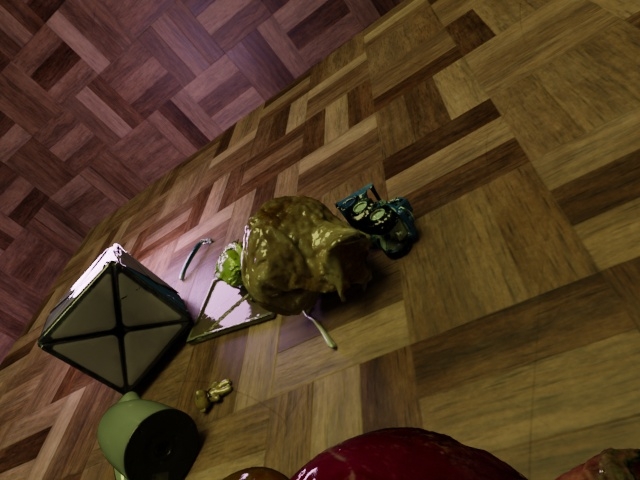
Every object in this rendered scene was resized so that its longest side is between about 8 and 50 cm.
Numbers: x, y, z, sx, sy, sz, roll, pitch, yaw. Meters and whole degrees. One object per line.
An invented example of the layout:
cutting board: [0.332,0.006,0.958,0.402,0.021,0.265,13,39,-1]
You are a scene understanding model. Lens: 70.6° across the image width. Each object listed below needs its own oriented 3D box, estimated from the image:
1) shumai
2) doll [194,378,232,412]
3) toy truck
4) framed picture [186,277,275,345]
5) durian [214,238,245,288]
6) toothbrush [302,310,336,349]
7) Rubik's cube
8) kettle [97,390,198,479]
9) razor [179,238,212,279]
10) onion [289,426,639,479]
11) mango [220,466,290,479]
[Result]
shumai: [0.000,0.000,1.001,0.263,0.267,0.313,-19,41,34]
doll: [-0.254,0.367,1.077,0.093,0.051,0.061,-15,29,-10]
toy truck: [0.135,-0.055,1.061,0.126,0.113,0.208,-46,34,-13]
framed picture: [-0.232,0.161,1.308,0.335,0.022,0.247,-23,36,31]
durian: [-0.235,0.073,1.301,0.375,0.107,0.132,2,57,56]
toothbrush: [-0.011,0.190,1.024,0.022,0.017,0.204,-61,29,8]
Rubik's cube: [-0.607,0.230,1.374,0.310,0.305,0.307,-51,24,-9]
kettle: [-0.407,0.471,1.018,0.237,0.161,0.221,-6,77,46]
razor: [-0.480,0.065,1.695,0.068,0.037,0.191,-5,47,45]
onion: [0.134,0.298,0.381,0.385,0.348,0.347,-51,27,20]
mango: [-0.126,0.448,0.745,0.268,0.111,0.133,-22,52,29]
